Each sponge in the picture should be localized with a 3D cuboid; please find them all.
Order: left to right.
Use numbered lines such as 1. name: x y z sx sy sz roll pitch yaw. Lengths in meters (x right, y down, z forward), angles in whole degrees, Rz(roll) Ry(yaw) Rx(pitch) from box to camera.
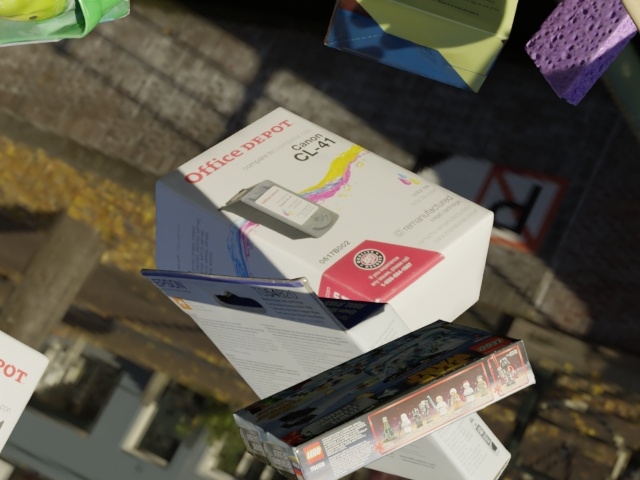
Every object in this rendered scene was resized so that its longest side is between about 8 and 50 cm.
1. sponge: 0.334 -0.273 1.574 0.031 0.210 0.117 22 -152 -33

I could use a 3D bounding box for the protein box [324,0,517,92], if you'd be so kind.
1. protein box: 0.132 -0.318 1.591 0.200 0.201 0.136 17 157 -3

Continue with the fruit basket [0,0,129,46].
1. fruit basket: -0.329 -0.204 1.128 0.327 0.353 0.165 4 124 47

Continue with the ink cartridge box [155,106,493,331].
1. ink cartridge box: 0.000 0.000 1.464 0.306 0.226 0.131 29 133 26

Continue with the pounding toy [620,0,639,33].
1. pounding toy: 0.300 -0.183 0.956 0.154 0.269 0.155 -19 159 19

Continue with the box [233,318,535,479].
1. box: 0.032 0.084 0.712 0.094 0.137 0.027 9 120 68

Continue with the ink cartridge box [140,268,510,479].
1. ink cartridge box: 0.000 0.086 0.981 0.223 0.045 0.224 3 138 54

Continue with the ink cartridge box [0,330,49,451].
1. ink cartridge box: -0.179 0.077 0.537 0.052 0.122 0.088 15 163 39
